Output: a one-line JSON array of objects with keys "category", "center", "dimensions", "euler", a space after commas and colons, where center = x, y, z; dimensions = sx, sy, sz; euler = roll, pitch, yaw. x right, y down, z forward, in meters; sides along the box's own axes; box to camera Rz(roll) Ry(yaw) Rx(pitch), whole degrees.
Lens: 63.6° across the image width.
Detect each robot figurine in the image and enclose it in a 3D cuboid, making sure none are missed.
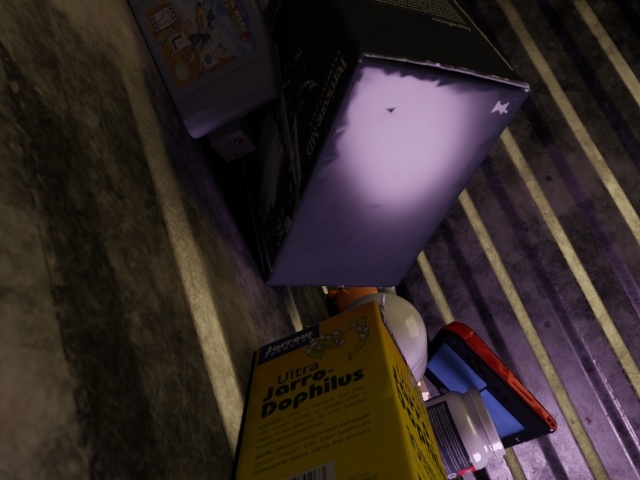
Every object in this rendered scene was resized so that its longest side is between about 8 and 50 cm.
[{"category": "robot figurine", "center": [0.149, 0.246, 1.213], "dimensions": [0.353, 0.200, 0.299], "euler": [67, 24, -60]}, {"category": "robot figurine", "center": [0.109, 0.181, 1.422], "dimensions": [0.158, 0.128, 0.219], "euler": [56, -8, 25]}]

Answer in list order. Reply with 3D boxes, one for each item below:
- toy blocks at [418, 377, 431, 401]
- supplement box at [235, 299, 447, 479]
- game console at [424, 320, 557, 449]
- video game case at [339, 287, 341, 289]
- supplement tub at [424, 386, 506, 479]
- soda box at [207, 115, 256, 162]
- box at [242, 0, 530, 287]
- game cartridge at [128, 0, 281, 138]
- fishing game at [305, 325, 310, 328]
[{"category": "toy blocks", "center": [0.292, 0.512, 1.643], "dimensions": [0.381, 0.191, 0.261], "euler": [63, -2, -18]}, {"category": "supplement box", "center": [0.034, 0.264, 0.607], "dimensions": [0.356, 0.195, 0.194], "euler": [-93, 158, -67]}, {"category": "game console", "center": [0.420, 0.402, 1.388], "dimensions": [0.342, 0.060, 0.386], "euler": [51, -19, 21]}, {"category": "video game case", "center": [0.125, 0.257, 1.702], "dimensions": [0.196, 0.026, 0.274], "euler": [50, 17, -60]}, {"category": "supplement tub", "center": [0.295, 0.492, 1.284], "dimensions": [0.191, 0.272, 0.191], "euler": [-24, 90, -81]}, {"category": "soda box", "center": [-0.197, -0.268, 1.038], "dimensions": [0.074, 0.069, 0.216], "euler": [51, 18, -61]}, {"category": "box", "center": [0.051, -0.237, 0.977], "dimensions": [0.480, 0.297, 0.471], "euler": [115, -32, -42]}, {"category": "game cartridge", "center": [-0.191, -0.348, 0.865], "dimensions": [0.297, 0.198, 0.062], "euler": [66, 17, 0]}, {"category": "fishing game", "center": [0.039, 0.295, 1.059], "dimensions": [0.264, 0.041, 0.189], "euler": [59, 5, 14]}]
